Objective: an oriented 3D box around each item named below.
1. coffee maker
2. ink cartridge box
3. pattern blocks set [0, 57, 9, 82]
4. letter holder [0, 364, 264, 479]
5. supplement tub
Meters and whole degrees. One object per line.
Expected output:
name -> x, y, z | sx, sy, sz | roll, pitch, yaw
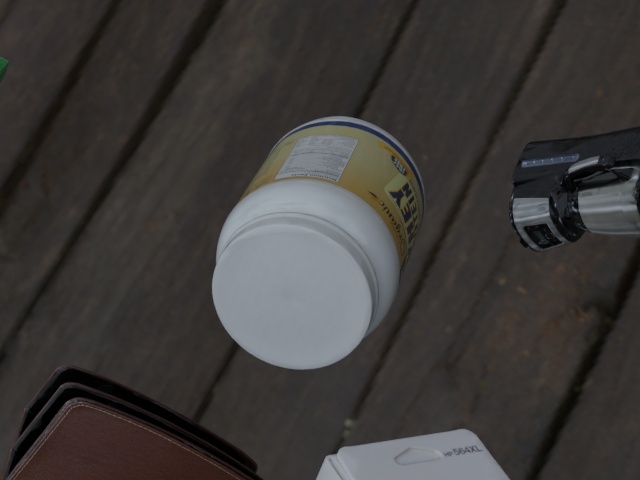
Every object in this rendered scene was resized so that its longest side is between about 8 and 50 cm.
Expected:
coffee maker -> 0.317, -0.067, 1.542 | 0.178, 0.120, 0.171 | -4, 28, 44
ink cartridge box -> 0.052, 0.258, 1.114 | 0.086, 0.148, 0.203 | 52, 134, 39
pattern blocks set -> -0.421, -0.215, 1.624 | 0.026, 0.325, 0.285 | 20, 78, 4
letter holder -> -0.209, 0.271, 1.734 | 0.214, 0.302, 0.152 | -49, 20, 30
supplement tub -> 0.000, 0.000, 1.748 | 0.228, 0.228, 0.316 | -23, 19, 23
